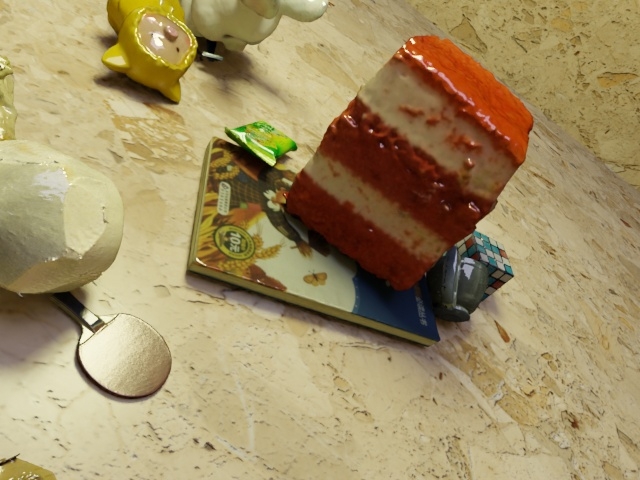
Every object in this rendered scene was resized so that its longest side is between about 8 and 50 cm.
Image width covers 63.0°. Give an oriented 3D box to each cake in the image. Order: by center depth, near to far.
[{"bbox_3d":[0.151,-0.131,0.843,0.270,0.320,0.269,38,33,1],"label":"cake"}]

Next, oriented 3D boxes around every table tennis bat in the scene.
[{"bbox_3d":[-0.237,0.111,0.586,0.158,0.014,0.095,42,38,0],"label":"table tennis bat"}]

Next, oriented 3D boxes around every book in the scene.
[{"bbox_3d":[0.000,0.000,0.878,0.427,0.039,0.300,20,39,-24],"label":"book"}]

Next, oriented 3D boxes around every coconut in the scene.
[{"bbox_3d":[-0.293,-0.021,0.537,0.161,0.161,0.162,43,4,5],"label":"coconut"}]

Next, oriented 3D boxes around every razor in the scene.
[{"bbox_3d":[-0.232,-0.405,1.106,0.044,0.028,0.155,9,35,-19],"label":"razor"}]

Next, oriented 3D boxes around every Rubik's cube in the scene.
[{"bbox_3d":[0.313,0.049,1.049,0.092,0.092,0.092,24,39,-20],"label":"Rubik's cube"}]

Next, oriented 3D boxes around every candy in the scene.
[{"bbox_3d":[-0.102,-0.179,0.939,0.102,0.032,0.178,31,21,1],"label":"candy"}]

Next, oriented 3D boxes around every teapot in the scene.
[{"bbox_3d":[0.245,0.086,0.923,0.111,0.149,0.108,17,64,-3],"label":"teapot"}]

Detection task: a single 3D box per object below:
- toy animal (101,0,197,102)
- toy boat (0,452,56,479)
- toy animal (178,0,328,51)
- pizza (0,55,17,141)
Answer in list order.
[{"bbox_3d":[-0.306,-0.369,0.929,0.156,0.156,0.230,10,56,-33],"label":"toy animal"},{"bbox_3d":[-0.299,0.228,0.378,0.206,0.064,0.072,-17,82,-46],"label":"toy boat"},{"bbox_3d":[-0.170,-0.514,1.049,0.367,0.241,0.196,39,39,25],"label":"toy animal"},{"bbox_3d":[-0.488,-0.204,0.629,0.323,0.089,0.223,33,37,-18],"label":"pizza"}]
